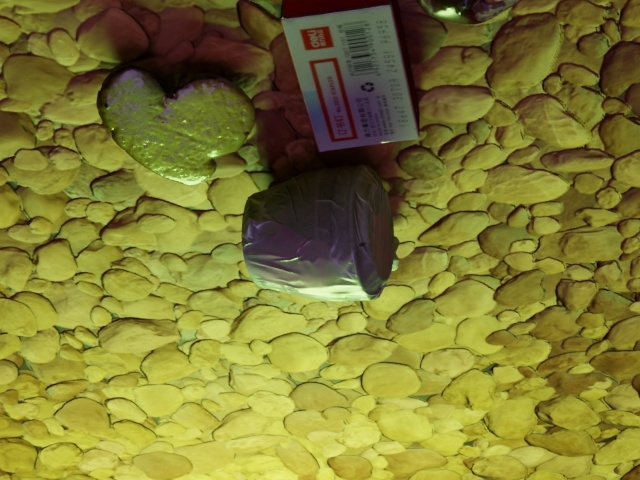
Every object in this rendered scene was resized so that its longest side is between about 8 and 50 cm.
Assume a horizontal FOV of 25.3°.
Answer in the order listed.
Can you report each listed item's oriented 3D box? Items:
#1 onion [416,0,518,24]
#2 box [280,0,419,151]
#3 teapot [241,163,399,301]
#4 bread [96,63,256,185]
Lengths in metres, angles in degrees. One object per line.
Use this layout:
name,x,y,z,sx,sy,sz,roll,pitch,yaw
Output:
onion,0.162,-0.294,1.409,0.173,0.135,0.198,-33,174,11
box,0.037,-0.188,1.581,0.123,0.050,0.229,-7,142,10
teapot,-0.002,-0.014,1.752,0.178,0.221,0.163,-3,103,17
bread,-0.163,-0.153,1.618,0.149,0.065,0.187,-35,128,20
